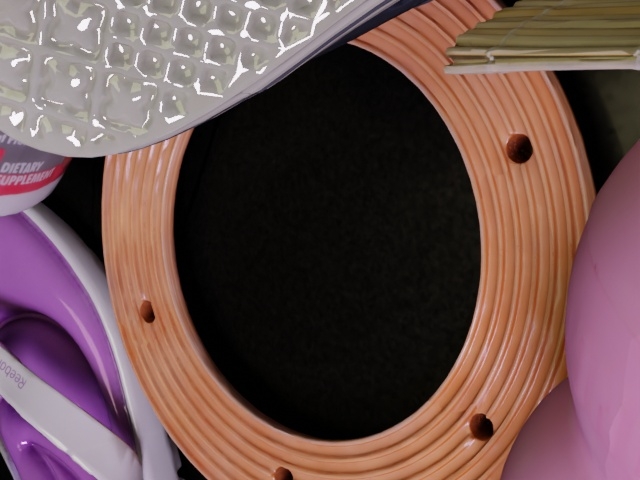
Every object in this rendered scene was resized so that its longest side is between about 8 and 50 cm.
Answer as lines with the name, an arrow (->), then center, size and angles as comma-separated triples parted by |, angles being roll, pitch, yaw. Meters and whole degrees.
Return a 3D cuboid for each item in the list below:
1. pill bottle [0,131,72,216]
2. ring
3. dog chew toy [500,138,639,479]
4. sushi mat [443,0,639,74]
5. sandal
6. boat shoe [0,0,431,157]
pill bottle -> -0.169, -0.181, 0.626 | 0.176, 0.176, 0.319 | 50, 122, 23
ring -> 0.000, 0.000, 0.608 | 0.336, 0.032, 0.337 | 5, 97, 38
dog chew toy -> 0.157, 0.100, 0.397 | 0.206, 0.206, 0.332 | 39, 125, 28
sushi mat -> 0.192, -0.086, 0.331 | 0.316, 0.151, 0.019 | 11, 127, 52
sandal -> -0.176, 0.144, 0.716 | 0.169, 0.102, 0.416 | -38, 71, 33
boat shoe -> 0.068, -0.191, 0.426 | 0.500, 0.156, 0.187 | -25, 112, 19
